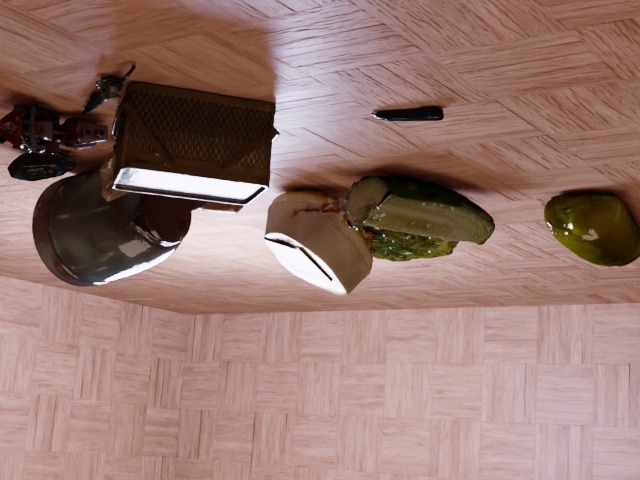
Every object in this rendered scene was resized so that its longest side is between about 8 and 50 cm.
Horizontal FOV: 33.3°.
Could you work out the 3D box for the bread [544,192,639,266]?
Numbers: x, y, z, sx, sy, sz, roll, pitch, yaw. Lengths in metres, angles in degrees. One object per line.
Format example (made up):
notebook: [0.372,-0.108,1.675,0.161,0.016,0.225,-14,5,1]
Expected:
bread: [0.585,-0.010,2.260,0.166,0.112,0.383,-2,168,24]

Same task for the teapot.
teapot: [-0.369,-0.052,2.181,0.312,0.233,0.315,-11,-168,36]

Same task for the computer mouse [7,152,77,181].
computer mouse: [-0.541,-0.152,2.085,0.135,0.047,0.079,-7,163,-5]

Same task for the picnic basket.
picnic basket: [-0.205,-0.152,1.734,0.267,0.139,0.165,7,168,-17]

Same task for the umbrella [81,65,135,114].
umbrella: [-0.344,-0.224,1.671,0.044,0.044,0.269,40,155,-17]

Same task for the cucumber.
cucumber: [0.215,-0.067,2.137,0.325,0.105,0.145,11,140,-32]

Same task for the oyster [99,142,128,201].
oyster: [-0.293,-0.147,1.946,0.233,0.107,0.161,-17,160,7]

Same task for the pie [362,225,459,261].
pie: [0.190,-0.009,2.459,0.277,0.078,0.277,5,166,1]

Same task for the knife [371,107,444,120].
knife: [0.138,-0.198,1.698,0.121,0.018,0.031,0,175,22]

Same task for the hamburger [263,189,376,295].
hamburger: [0.000,0.000,2.324,0.227,0.151,0.295,19,163,25]

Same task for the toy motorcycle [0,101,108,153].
toy motorcycle: [-0.459,-0.187,1.801,0.213,0.082,0.122,0,-178,-28]

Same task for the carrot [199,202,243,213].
carrot: [-0.267,-0.084,2.357,0.216,0.048,0.048,4,170,23]
